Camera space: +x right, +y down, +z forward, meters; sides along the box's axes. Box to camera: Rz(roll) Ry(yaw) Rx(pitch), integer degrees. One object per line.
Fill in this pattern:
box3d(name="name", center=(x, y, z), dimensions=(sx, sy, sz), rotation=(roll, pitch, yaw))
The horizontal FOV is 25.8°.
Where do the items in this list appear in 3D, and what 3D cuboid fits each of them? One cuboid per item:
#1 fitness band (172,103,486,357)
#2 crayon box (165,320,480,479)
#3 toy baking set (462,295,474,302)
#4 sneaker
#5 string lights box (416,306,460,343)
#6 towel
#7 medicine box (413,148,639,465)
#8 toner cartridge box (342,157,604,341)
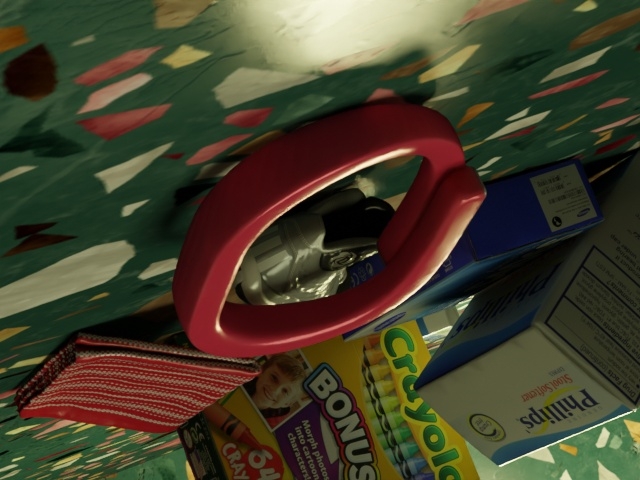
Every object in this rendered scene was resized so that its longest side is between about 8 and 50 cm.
box3d(name="fitness band", center=(0.000, 0.000, 1.019), dimensions=(0.209, 0.054, 0.291), rotation=(-11, 154, -22))
box3d(name="crayon box", center=(0.010, 0.250, 1.671), dimensions=(0.313, 0.363, 0.106), rotation=(-16, 168, -29))
box3d(name="toy baking set", center=(0.295, 0.081, 2.358), dimensions=(0.197, 0.030, 0.256), rotation=(-18, 170, -17))
box3d(name="sneaker", center=(0.017, 0.012, 1.203), dimensions=(0.132, 0.086, 0.228), rotation=(-26, 169, 17))
box3d(name="string lights box", center=(0.072, 0.142, 2.072), dimensions=(0.259, 0.077, 0.133), rotation=(-23, 169, 12))
box3d(name="towel", center=(-0.200, 0.156, 1.475), dimensions=(0.199, 0.031, 0.275), rotation=(10, 158, -22))
box3d(name="medicine box", center=(0.283, 0.080, 1.578), dimensions=(0.289, 0.149, 0.263), rotation=(-51, -174, -33))
box3d(name="toner cartridge box", center=(0.146, 0.018, 1.541), dimensions=(0.165, 0.075, 0.348), rotation=(-16, 169, -25))
